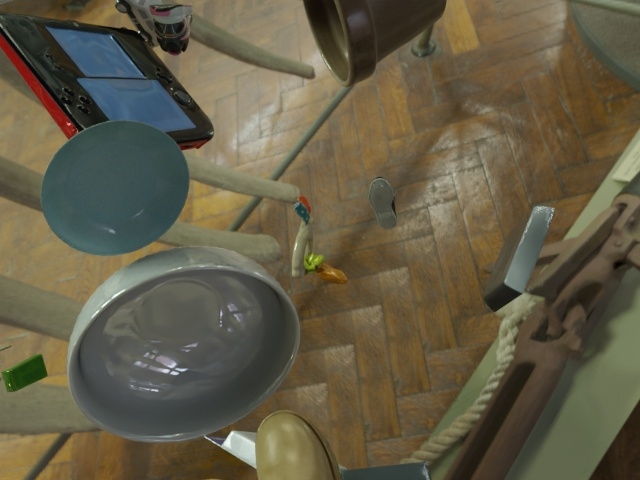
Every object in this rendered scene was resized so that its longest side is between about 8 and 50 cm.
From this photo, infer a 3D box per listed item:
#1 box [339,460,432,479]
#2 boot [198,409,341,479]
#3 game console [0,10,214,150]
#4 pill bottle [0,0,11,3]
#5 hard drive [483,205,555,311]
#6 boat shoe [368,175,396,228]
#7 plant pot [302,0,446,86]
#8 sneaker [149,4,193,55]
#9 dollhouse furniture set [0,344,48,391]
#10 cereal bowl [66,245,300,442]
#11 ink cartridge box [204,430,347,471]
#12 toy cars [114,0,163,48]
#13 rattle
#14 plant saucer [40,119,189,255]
[{"bbox_3d":[0.176,0.738,1.455,0.261,0.184,0.103,-1,46,-11],"label":"box"},{"bbox_3d":[-0.042,0.237,0.442,0.089,0.269,0.236,-29,56,1],"label":"boot"},{"bbox_3d":[-0.419,-0.320,1.038,0.060,0.386,0.342,-35,90,27],"label":"game console"},{"bbox_3d":[-0.519,-0.509,0.670,0.188,0.188,0.333,-6,100,17],"label":"pill bottle"},{"bbox_3d":[0.486,0.041,1.239,0.054,0.172,0.254,29,66,6],"label":"hard drive"},{"bbox_3d":[0.116,-0.075,0.921,0.046,0.125,0.038,-11,47,16],"label":"boat shoe"},{"bbox_3d":[0.107,-0.458,0.955,0.229,0.263,0.263,-22,59,-4],"label":"plant pot"},{"bbox_3d":[-0.249,-0.349,0.833,0.072,0.077,0.178,-2,25,-5],"label":"sneaker"},{"bbox_3d":[-0.501,0.203,0.766,0.152,0.058,0.076,-10,97,20],"label":"dollhouse furniture set"},{"bbox_3d":[-0.211,0.146,0.788,0.339,0.339,0.141,-37,40,-1],"label":"cereal bowl"},{"bbox_3d":[-0.126,0.634,1.498,0.330,0.324,0.071,16,77,33],"label":"ink cartridge box"},{"bbox_3d":[-0.424,-0.483,1.294,0.087,0.393,0.176,4,26,17],"label":"toy cars"},{"bbox_3d":[0.000,0.000,1.225,0.143,0.130,0.199,14,97,25],"label":"rattle"},{"bbox_3d":[-0.273,-0.072,0.675,0.195,0.195,0.037,-47,49,-7],"label":"plant saucer"}]
